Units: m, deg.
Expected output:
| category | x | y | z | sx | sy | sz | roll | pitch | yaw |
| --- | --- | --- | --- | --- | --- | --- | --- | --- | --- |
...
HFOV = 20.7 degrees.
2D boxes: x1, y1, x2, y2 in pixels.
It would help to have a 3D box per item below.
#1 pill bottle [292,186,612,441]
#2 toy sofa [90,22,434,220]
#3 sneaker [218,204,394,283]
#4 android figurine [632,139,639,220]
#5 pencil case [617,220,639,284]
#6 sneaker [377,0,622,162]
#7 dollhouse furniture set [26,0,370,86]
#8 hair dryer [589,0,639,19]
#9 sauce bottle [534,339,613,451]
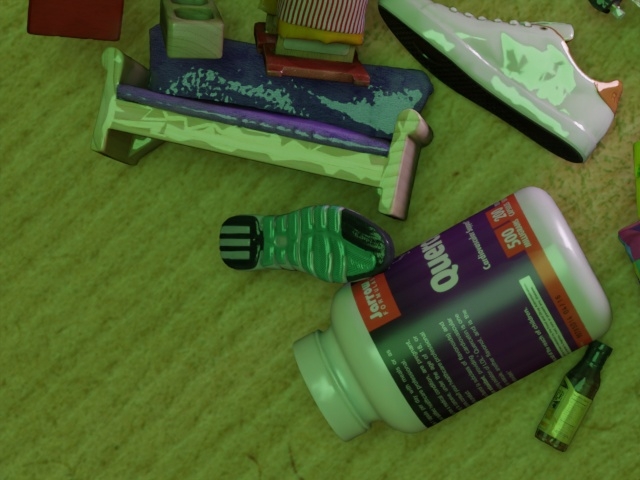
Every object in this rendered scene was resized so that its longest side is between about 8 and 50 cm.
| category | x | y | z | sx | sy | sz | roll | pitch | yaw |
| --- | --- | --- | --- | --- | --- | --- | --- | --- | --- |
| pill bottle | 0.139 | 0.088 | 1.895 | 0.323 | 0.181 | 0.181 | -29 | 82 | 6 |
| toy sofa | -0.060 | -0.143 | 1.959 | 0.363 | 0.150 | 0.177 | 13 | 90 | 10 |
| sneaker | 0.000 | 0.000 | 1.929 | 0.224 | 0.098 | 0.083 | 6 | 94 | 35 |
| android figurine | 0.441 | -0.041 | 1.859 | 0.248 | 0.056 | 0.272 | 7 | 74 | -19 |
| pencil case | 0.400 | 0.081 | 1.897 | 0.104 | 0.104 | 0.236 | -17 | 83 | 8 |
| sneaker | 0.204 | -0.212 | 1.955 | 0.290 | 0.106 | 0.123 | 35 | 83 | 2 |
| dollhouse furniture set | -0.121 | -0.294 | 1.889 | 0.374 | 0.152 | 0.201 | 3 | 115 | -12 |
| hair dryer | 0.456 | -0.307 | 1.940 | 0.223 | 0.080 | 0.293 | 39 | 98 | -6 |
| sauce bottle | 0.282 | 0.170 | 1.939 | 0.042 | 0.042 | 0.128 | 28 | 88 | 10 |
